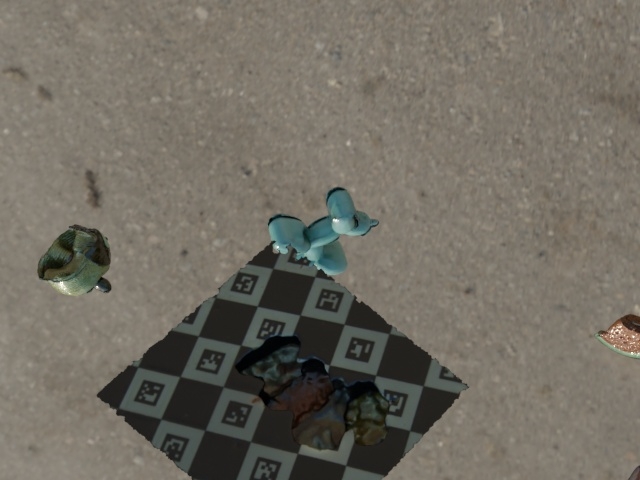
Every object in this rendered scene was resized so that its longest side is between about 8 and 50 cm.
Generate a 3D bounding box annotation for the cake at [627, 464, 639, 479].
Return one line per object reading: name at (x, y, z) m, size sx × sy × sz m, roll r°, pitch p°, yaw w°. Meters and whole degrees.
cake at (0.418, 0.406, 1.371) m, size 0.098 × 0.287 × 0.135 m, roll 34°, pitch 154°, yaw 36°

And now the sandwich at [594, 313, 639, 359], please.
sandwich at (0.390, 0.118, 1.257) m, size 0.069 × 0.026 × 0.101 m, roll 37°, pitch 155°, yaw 0°

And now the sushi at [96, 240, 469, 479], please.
sushi at (-0.036, 0.160, 1.044) m, size 0.290 × 0.264 × 0.050 m, roll 35°, pitch 156°, yaw 29°

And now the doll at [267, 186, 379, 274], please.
doll at (0.000, 0.000, 1.391) m, size 0.159 × 0.059 × 0.158 m, roll -29°, pitch 150°, yaw 18°

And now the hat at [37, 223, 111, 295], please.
hat at (-0.262, 0.027, 1.118) m, size 0.077 × 0.076 × 0.059 m, roll 14°, pitch 151°, yaw 41°
